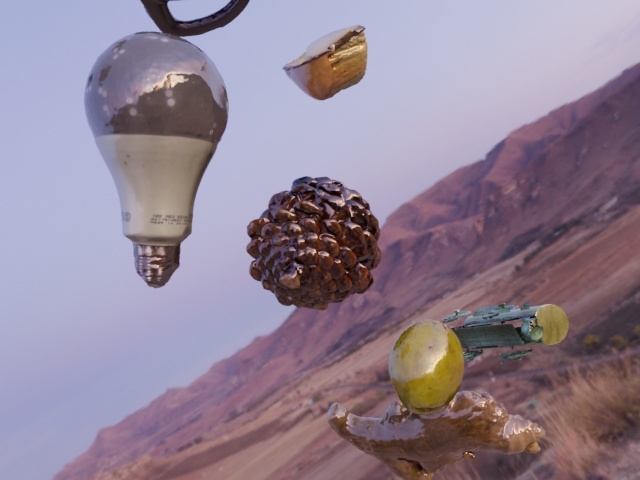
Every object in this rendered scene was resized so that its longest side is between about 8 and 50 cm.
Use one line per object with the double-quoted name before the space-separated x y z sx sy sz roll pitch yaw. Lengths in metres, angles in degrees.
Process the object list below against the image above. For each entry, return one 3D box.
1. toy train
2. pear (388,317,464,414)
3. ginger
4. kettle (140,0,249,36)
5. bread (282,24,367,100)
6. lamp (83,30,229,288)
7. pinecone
"toy train" 0.413 0.194 1.443 0.189 0.127 0.307 -22 -2 -27
"pear" 0.143 0.168 0.858 0.107 0.131 0.107 3 -24 1
"ginger" 0.172 0.304 0.978 0.333 0.166 0.080 -22 9 28
"kettle" -0.259 -0.534 1.158 0.271 0.208 0.251 -12 -16 15
"bread" 0.016 -0.485 1.773 0.204 0.163 0.262 -29 14 -16
"lamp" -0.207 -0.109 0.794 0.181 0.314 0.182 -1 -16 0
"pinecone" 0.000 0.000 1.077 0.224 0.224 0.272 -38 5 33
